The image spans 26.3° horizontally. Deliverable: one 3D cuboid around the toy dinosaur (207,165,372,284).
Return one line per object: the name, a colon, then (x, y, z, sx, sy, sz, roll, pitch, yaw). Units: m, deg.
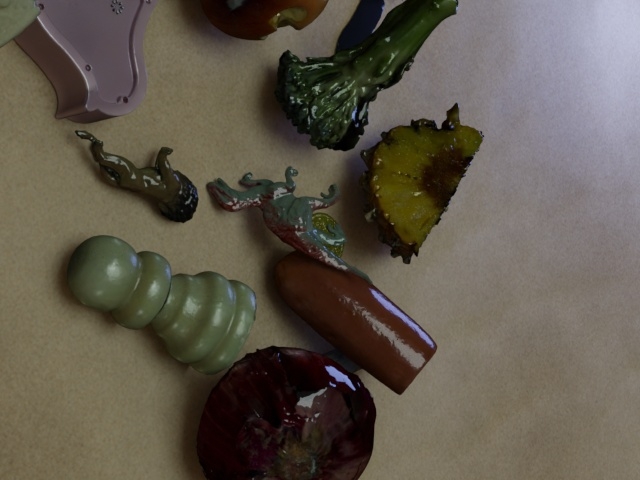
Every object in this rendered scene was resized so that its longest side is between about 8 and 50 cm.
toy dinosaur: (-0.030, -0.015, 1.929, 0.167, 0.053, 0.242, -24, 72, -32)

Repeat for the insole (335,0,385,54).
insole: (0.061, -0.326, 2.167, 0.064, 0.004, 0.188, 42, 57, -31)

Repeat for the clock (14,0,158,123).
clock: (-0.275, -0.310, 1.798, 0.290, 0.080, 0.275, -31, 105, -41)

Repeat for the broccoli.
broccoli: (0.073, -0.268, 1.985, 0.145, 0.304, 0.165, 41, 15, -52)

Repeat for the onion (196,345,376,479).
onion: (-0.051, 0.246, 1.847, 0.252, 0.219, 0.252, -7, 123, -12)

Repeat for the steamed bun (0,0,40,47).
steamed bun: (-0.450, -0.289, 1.499, 0.272, 0.290, 0.273, 31, 81, -42)

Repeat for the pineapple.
pineapple: (0.131, -0.084, 2.130, 0.161, 0.158, 0.334, 25, 54, 5)

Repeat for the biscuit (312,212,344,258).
biscuit: (0.000, 0.000, 2.046, 0.084, 0.023, 0.084, 9, 76, -41)

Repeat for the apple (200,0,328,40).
apple: (-0.075, -0.367, 1.918, 0.199, 0.199, 0.199, 8, 78, -42)

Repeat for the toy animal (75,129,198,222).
toy animal: (-0.233, -0.098, 1.812, 0.220, 0.069, 0.086, 32, 82, -33)

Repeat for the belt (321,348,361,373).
belt: (0.027, 0.182, 2.023, 0.232, 0.053, 0.071, -18, 97, -44)

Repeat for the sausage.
sausage: (0.045, 0.107, 1.970, 0.259, 0.113, 0.113, 40, 55, -2)

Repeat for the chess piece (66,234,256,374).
chess piece: (-0.217, 0.073, 1.775, 0.243, 0.133, 0.133, 27, 65, -30)
